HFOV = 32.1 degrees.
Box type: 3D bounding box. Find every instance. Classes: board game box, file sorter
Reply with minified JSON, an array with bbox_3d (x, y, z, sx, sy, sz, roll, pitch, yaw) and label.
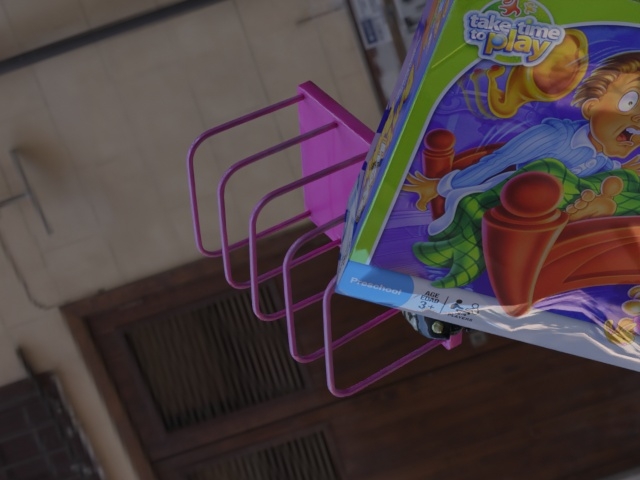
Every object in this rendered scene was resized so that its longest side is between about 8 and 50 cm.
[{"bbox_3d":[0.205,-0.028,0.582,0.233,0.347,0.078,110,173,-46],"label":"board game box"},{"bbox_3d":[0.000,0.000,1.236,0.291,0.182,0.202,44,149,38],"label":"file sorter"}]

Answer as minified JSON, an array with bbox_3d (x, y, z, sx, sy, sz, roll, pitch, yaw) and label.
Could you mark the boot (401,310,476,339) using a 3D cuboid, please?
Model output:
[{"bbox_3d":[0.120,-0.001,0.880,0.236,0.085,0.178,-135,40,-68],"label":"boot"}]
